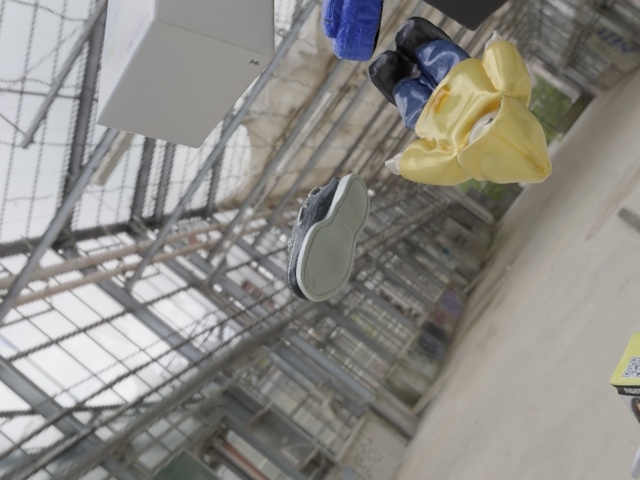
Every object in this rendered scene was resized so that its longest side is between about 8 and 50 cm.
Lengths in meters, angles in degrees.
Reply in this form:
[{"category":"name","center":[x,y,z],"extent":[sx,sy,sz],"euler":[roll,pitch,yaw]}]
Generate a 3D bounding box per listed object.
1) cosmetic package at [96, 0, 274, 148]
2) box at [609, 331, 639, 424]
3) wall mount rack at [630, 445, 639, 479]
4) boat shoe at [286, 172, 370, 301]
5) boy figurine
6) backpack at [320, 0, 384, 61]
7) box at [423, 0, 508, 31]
[{"category":"cosmetic package","center":[-0.157,-0.262,0.926],"extent":[0.224,0.138,0.224],"euler":[-36,50,54]},{"category":"box","center":[0.316,0.167,0.602],"extent":[0.087,0.232,0.058],"euler":[-12,32,54]},{"category":"wall mount rack","center":[0.497,0.152,0.966],"extent":[0.350,0.130,0.304],"euler":[-64,-27,-4]},{"category":"boat shoe","center":[0.000,0.000,1.317],"extent":[0.091,0.114,0.302],"euler":[-15,24,30]},{"category":"boy figurine","center":[0.134,-0.126,0.810],"extent":[0.177,0.092,0.285],"euler":[-47,30,16]},{"category":"backpack","center":[0.051,-0.374,1.395],"extent":[0.098,0.101,0.120],"euler":[-101,14,-62]},{"category":"box","center":[0.244,-0.626,1.022],"extent":[0.472,0.297,0.479],"euler":[-35,40,44]}]
